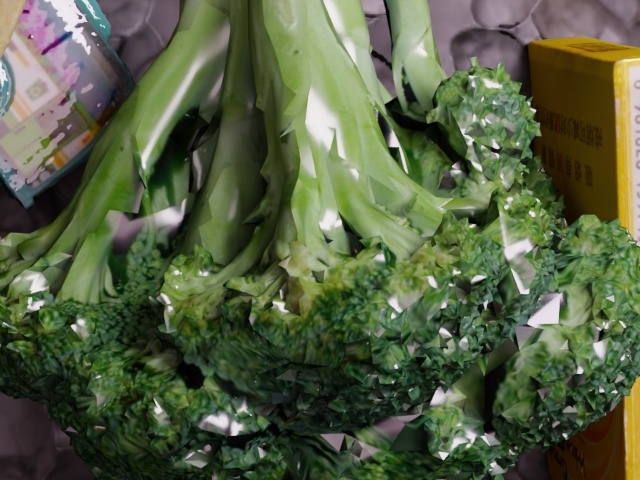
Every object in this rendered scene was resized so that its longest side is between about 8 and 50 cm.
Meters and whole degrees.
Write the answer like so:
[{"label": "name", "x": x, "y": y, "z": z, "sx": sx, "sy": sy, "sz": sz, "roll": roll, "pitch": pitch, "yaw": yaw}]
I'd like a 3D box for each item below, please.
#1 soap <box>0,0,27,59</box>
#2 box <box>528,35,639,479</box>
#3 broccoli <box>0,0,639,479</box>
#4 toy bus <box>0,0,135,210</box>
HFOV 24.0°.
[{"label": "soap", "x": -0.189, "y": -0.076, "z": 0.643, "sx": 0.092, "sy": 0.037, "sz": 0.252, "roll": 20, "pitch": 96, "yaw": -48}, {"label": "box", "x": 0.148, "y": 0.034, "z": 0.776, "sx": 0.043, "sy": 0.152, "sz": 0.269, "roll": -5, "pitch": 101, "yaw": -6}, {"label": "broccoli", "x": 0.000, "y": 0.000, "z": 0.677, "sx": 0.307, "sy": 0.308, "sz": 0.275, "roll": -2, "pitch": 93, "yaw": -9}, {"label": "toy bus", "x": -0.193, "y": -0.140, "z": 0.720, "sx": 0.109, "sy": 0.091, "sz": 0.262, "roll": -37, "pitch": 106, "yaw": -8}]
